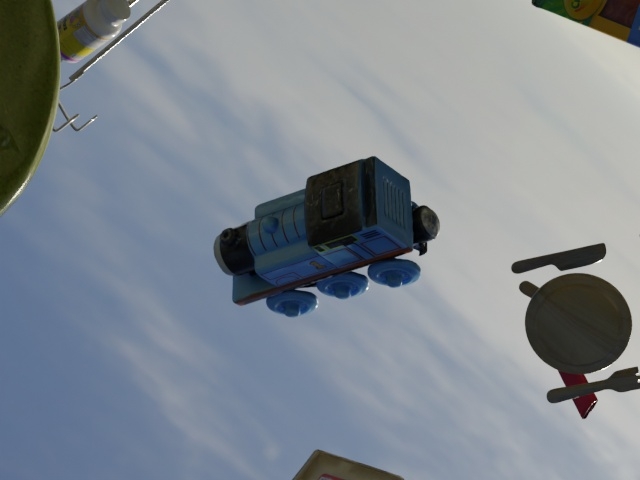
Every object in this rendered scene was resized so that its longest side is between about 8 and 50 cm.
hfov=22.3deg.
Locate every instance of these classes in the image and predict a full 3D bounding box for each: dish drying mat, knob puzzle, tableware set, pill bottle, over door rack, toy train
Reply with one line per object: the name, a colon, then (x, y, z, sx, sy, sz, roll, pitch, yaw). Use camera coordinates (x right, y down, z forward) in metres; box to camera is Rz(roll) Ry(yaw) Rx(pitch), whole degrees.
dish drying mat: (0.227, 0.119, 1.469, 0.008, 0.032, 0.083, -8, -127, -21)
knob puzzle: (-0.011, 0.335, 1.924, 0.213, 0.213, 0.030, 27, -167, -48)
tableware set: (0.264, 0.053, 1.333, 0.039, 0.194, 0.128, -57, -47, -72)
pill bottle: (-0.219, -0.205, 1.546, 0.043, 0.083, 0.043, 29, -133, -37)
over door rack: (-0.207, -0.268, 1.746, 0.108, 0.324, 0.239, 39, -177, -4)
toy train: (0.000, 0.000, 1.269, 0.105, 0.184, 0.080, 35, -133, -46)

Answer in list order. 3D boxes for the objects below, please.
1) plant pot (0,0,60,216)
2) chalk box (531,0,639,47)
plant pot: (-0.337, -0.075, 0.871, 0.366, 0.353, 0.366, 15, -111, -44)
chalk box: (0.298, -0.295, 1.472, 0.289, 0.180, 0.179, 19, -142, -9)
